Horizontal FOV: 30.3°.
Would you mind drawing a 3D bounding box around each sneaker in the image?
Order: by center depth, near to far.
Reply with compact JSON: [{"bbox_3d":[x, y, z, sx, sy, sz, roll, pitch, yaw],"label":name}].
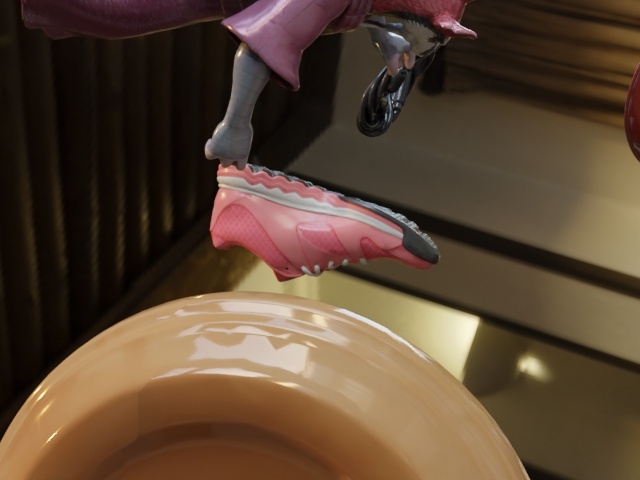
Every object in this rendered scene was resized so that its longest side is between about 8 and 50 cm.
[{"bbox_3d":[0.000,0.000,1.538,0.116,0.314,0.136,0,-71,-76],"label":"sneaker"}]

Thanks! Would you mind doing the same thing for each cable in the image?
[{"bbox_3d":[0.105,-0.198,1.412,0.184,0.047,0.150,-46,-16,-54],"label":"cable"}]

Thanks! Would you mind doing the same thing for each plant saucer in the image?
[{"bbox_3d":[-0.026,0.117,0.375,0.037,0.200,0.200,-13,-61,-76],"label":"plant saucer"}]

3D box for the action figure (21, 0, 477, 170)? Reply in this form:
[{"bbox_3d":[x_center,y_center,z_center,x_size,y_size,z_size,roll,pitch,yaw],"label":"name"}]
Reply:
[{"bbox_3d":[-0.044,-0.219,0.901,0.248,0.370,0.275,-55,-34,-55],"label":"action figure"}]

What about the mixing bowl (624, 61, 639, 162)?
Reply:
[{"bbox_3d":[0.310,-0.089,0.797,0.181,0.098,0.181,-15,-46,-16],"label":"mixing bowl"}]
